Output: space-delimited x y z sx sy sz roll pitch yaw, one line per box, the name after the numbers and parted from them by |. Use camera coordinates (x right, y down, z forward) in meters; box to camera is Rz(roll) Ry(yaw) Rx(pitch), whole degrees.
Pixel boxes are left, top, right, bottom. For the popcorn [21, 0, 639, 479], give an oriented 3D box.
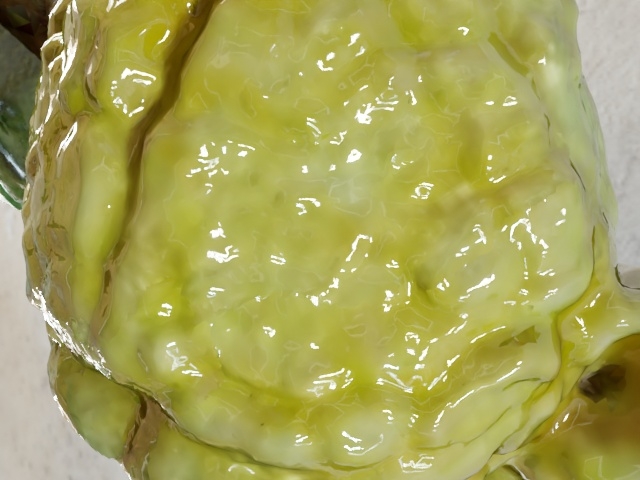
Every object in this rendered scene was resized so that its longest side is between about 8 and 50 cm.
0.000 0.000 0.412 0.286 0.225 0.174 62 171 -5 | popcorn

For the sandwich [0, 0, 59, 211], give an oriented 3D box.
-0.252 -0.128 0.767 0.162 0.301 0.250 -57 -32 -71 | sandwich
